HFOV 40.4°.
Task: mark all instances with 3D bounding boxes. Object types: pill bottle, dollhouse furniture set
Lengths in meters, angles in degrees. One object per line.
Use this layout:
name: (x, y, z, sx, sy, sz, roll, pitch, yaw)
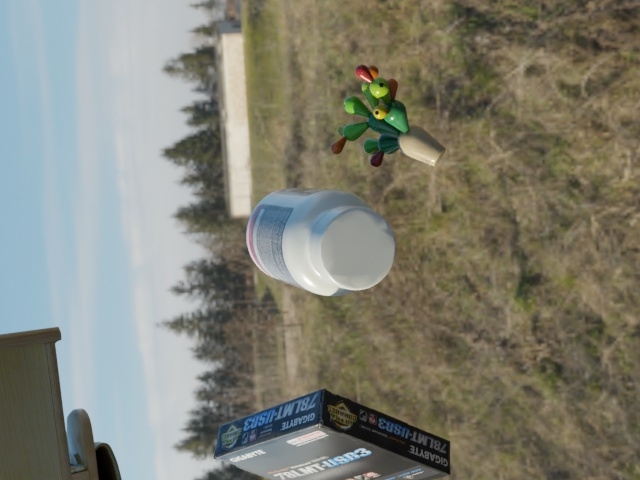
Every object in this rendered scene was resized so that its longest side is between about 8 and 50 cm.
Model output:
pill bottle: (0.000, 0.000, 1.475, 0.318, 0.176, 0.176, -168, 74, -68)
dollhouse furniture set: (-0.466, 0.261, 1.109, 0.394, 0.362, 0.256, -15, 81, 54)

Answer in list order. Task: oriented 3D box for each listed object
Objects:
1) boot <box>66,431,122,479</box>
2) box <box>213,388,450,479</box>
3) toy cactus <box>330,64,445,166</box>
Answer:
boot: (-0.382, 0.413, 1.373, 0.165, 0.077, 0.213, -2, 88, 43)
box: (0.019, 0.362, 1.498, 0.295, 0.293, 0.073, -29, 45, 42)
toy cactus: (0.108, -0.173, 1.368, 0.112, 0.180, 0.219, -50, -15, -28)
